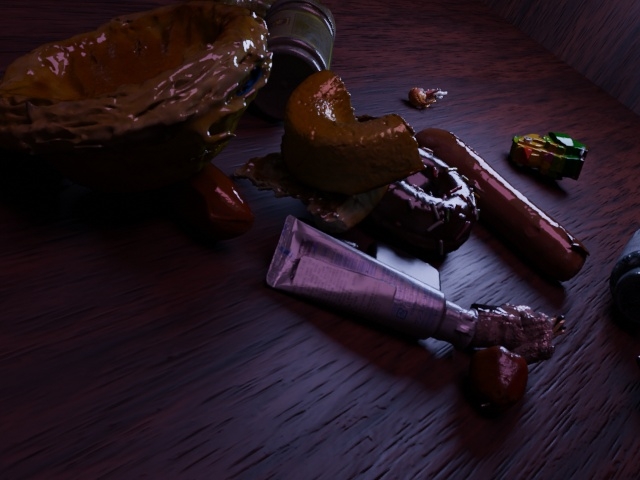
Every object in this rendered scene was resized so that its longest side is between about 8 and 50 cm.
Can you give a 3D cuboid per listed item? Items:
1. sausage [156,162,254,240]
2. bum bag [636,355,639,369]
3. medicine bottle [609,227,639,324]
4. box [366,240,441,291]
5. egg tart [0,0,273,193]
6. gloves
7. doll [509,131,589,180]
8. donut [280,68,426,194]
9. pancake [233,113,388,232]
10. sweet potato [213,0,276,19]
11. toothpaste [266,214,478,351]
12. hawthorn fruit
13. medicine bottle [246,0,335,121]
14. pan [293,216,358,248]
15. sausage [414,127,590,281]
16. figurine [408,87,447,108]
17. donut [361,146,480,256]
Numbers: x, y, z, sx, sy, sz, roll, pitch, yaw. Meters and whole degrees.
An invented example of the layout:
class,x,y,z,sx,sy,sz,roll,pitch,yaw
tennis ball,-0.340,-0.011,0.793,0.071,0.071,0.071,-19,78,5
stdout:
class,x,y,z,sx,sy,sz,roll,pitch,yaw
sausage,-0.166,-0.066,1.114,0.179,0.089,0.089,41,31,26
bum bag,0.641,0.232,1.396,0.340,0.095,0.144,-6,61,-44
medicine bottle,0.641,0.066,1.591,0.141,0.141,0.293,39,30,13
box,0.126,0.064,1.247,0.126,0.027,0.125,26,33,-12
egg tart,-0.237,-0.180,1.055,0.388,0.169,0.388,-8,34,6
gloves,0.280,0.139,1.208,0.144,0.094,0.110,16,1,16
doll,0.534,-0.203,1.928,0.186,0.106,0.134,7,30,-9
donut,0.020,-0.150,1.223,0.152,0.101,0.259,-33,49,-21
pancake,-0.008,-0.109,1.287,0.245,0.057,0.266,1,41,7
sweet potato,-0.165,-0.513,1.804,0.233,0.062,0.081,-15,55,-48
toothpaste,0.073,0.069,1.144,0.299,0.073,0.114,24,61,-10
hawthorn fruit,0.236,0.193,1.113,0.081,0.081,0.093,27,59,-8
medicine bottle,-0.054,-0.353,1.573,0.151,0.151,0.322,25,31,-11
pan,0.000,0.001,1.222,0.115,0.023,0.068,18,31,-17
sausage,0.335,-0.081,1.583,0.419,0.094,0.094,46,-6,23
figurine,0.252,-0.334,1.919,0.109,0.064,0.047,-10,70,-37
donut,0.153,-0.083,1.412,0.270,0.103,0.269,21,33,-15
